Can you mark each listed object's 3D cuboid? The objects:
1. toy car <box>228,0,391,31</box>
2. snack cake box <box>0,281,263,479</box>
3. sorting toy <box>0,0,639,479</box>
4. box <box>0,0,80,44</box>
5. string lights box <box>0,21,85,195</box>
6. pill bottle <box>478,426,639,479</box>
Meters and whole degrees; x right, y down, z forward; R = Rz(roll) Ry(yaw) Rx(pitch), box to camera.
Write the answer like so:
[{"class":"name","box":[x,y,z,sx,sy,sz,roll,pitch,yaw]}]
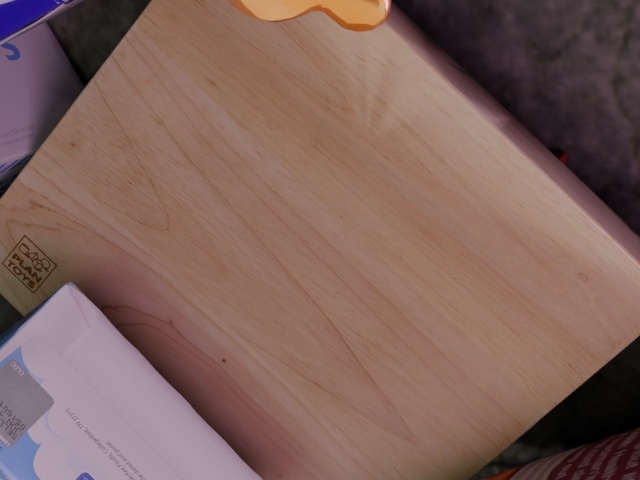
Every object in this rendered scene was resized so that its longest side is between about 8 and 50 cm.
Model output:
[{"class":"toy car","box":[0.052,-0.161,0.611,0.210,0.219,0.238,42,123,0]},{"class":"snack cake box","box":[-0.142,0.128,0.827,0.152,0.089,0.264,46,153,-7]},{"class":"sorting toy","box":[0.000,0.000,0.780,0.257,0.089,0.255,44,122,0]},{"class":"box","box":[-0.147,-0.171,0.744,0.072,0.126,0.137,-23,103,28]},{"class":"string lights box","box":[-0.254,-0.021,0.847,0.259,0.133,0.077,-30,90,31]},{"class":"pill bottle","box":[0.239,0.153,0.624,0.392,0.224,0.224,-26,101,37]}]
